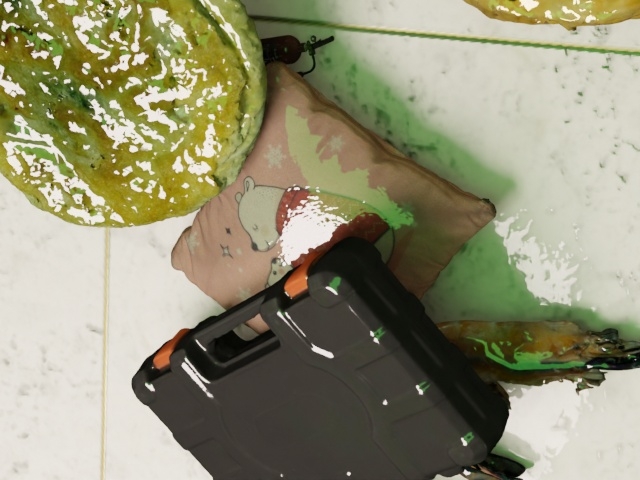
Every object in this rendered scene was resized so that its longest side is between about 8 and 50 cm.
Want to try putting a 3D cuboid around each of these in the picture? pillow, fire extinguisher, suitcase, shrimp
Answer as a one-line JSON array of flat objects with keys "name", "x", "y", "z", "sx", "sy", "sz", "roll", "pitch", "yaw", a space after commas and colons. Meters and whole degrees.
[{"name": "pillow", "x": 0.000, "y": 0.000, "z": 1.161, "sx": 0.223, "sy": 0.084, "sz": 0.236, "roll": 33, "pitch": 118, "yaw": 7}, {"name": "fire extinguisher", "x": -0.038, "y": -0.148, "z": 1.175, "sx": 0.100, "sy": 0.032, "sz": 0.046, "roll": -3, "pitch": 89, "yaw": 29}, {"name": "suitcase", "x": -0.007, "y": 0.130, "z": 1.138, "sx": 0.285, "sy": 0.066, "sz": 0.206, "roll": -30, "pitch": 105, "yaw": 42}, {"name": "shrimp", "x": 0.164, "y": 0.134, "z": 1.138, "sx": 0.219, "sy": 0.046, "sz": 0.152, "roll": -6, "pitch": 106, "yaw": 15}]

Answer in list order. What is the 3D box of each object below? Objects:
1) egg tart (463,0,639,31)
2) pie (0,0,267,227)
[{"name": "egg tart", "x": 0.180, "y": -0.314, "z": 1.003, "sx": 0.341, "sy": 0.129, "sz": 0.341, "roll": 5, "pitch": 102, "yaw": 23}, {"name": "pie", "x": -0.174, "y": -0.123, "z": 1.104, "sx": 0.277, "sy": 0.078, "sz": 0.277, "roll": 12, "pitch": 129, "yaw": 16}]
